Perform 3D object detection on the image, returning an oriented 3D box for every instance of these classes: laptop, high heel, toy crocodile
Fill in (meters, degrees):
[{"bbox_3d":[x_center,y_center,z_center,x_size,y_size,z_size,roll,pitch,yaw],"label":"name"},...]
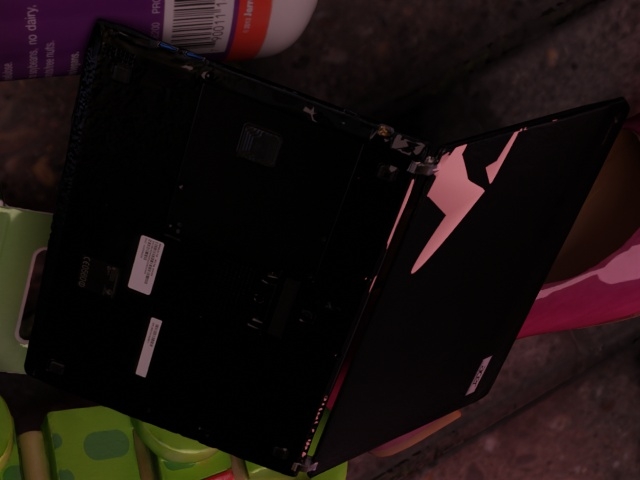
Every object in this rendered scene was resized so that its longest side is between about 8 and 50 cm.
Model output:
[{"bbox_3d":[0.000,0.000,0.707,0.264,0.136,0.234,20,125,1],"label":"laptop"},{"bbox_3d":[0.121,-0.015,0.813,0.377,0.127,0.181,-41,127,5],"label":"high heel"},{"bbox_3d":[-0.150,0.140,0.777,0.340,0.105,0.115,-5,155,-18],"label":"toy crocodile"}]

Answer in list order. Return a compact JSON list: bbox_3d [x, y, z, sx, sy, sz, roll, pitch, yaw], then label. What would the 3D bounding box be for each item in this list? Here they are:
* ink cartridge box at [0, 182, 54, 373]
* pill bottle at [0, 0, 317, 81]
[{"bbox_3d":[-0.246,0.008,0.751,0.209,0.062,0.109,10,107,-22],"label":"ink cartridge box"},{"bbox_3d":[-0.169,-0.169,0.639,0.322,0.181,0.182,-7,113,-14],"label":"pill bottle"}]
